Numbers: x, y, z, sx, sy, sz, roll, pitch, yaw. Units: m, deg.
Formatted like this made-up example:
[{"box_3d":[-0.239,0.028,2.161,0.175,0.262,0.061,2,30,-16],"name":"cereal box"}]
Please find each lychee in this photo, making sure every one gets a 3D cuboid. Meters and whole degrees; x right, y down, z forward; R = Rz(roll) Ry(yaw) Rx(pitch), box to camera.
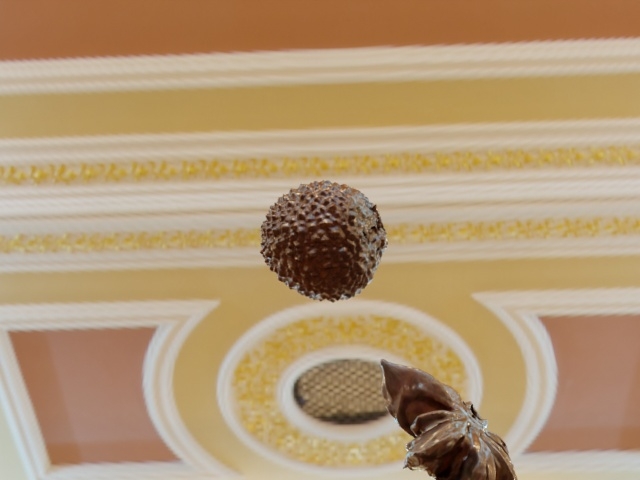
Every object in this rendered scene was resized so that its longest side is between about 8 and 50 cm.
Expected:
[{"box_3d":[0.000,0.000,1.522,0.188,0.188,0.188,0,-49,0],"name":"lychee"}]

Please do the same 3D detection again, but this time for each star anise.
[{"box_3d":[0.196,0.308,1.663,0.315,0.315,0.108,33,-69,-26],"name":"star anise"}]
